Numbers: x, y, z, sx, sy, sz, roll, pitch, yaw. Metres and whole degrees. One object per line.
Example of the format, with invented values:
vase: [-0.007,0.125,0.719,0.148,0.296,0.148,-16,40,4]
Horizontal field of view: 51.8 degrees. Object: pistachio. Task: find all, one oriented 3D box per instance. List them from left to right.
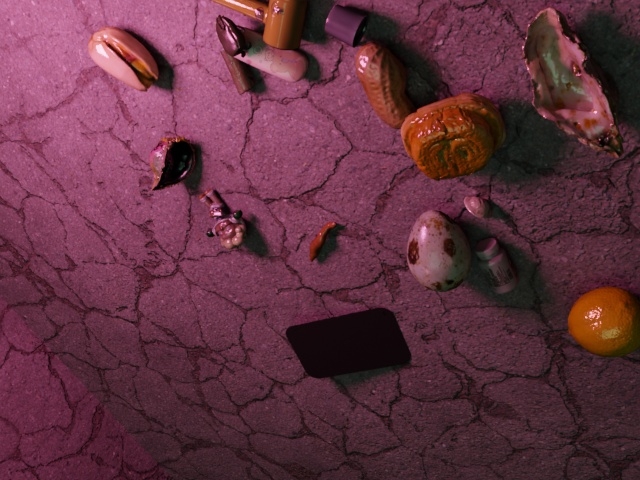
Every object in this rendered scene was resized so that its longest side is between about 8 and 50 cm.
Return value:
pistachio: [-0.523,-0.487,1.763,0.200,0.117,0.145,34,170,-13]

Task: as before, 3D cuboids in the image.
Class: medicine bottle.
medicine bottle: [0.466,0.066,1.752,0.079,0.079,0.140,-17,116,34]

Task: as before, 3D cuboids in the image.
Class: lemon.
lemon: [0.730,0.210,1.679,0.203,0.178,0.178,-26,112,35]

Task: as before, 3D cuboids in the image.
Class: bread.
bread: [0.308,-0.242,1.539,0.236,0.120,0.198,-17,138,24]

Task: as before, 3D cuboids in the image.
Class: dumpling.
dumpling: [0.403,-0.080,1.682,0.077,0.059,0.043,49,140,-12]

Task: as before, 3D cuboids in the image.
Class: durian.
durian: [-0.437,-0.247,1.934,0.108,0.119,0.186,50,128,35]

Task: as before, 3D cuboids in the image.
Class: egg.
egg: [0.310,0.027,1.735,0.169,0.169,0.231,-2,118,26]

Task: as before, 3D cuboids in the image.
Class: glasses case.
glasses case: [-0.129,-0.458,1.626,0.204,0.051,0.081,23,111,-1]

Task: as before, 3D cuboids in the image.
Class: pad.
pad: [0.105,0.352,2.179,0.375,0.063,0.315,-13,119,20]

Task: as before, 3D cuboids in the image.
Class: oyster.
oyster: [0.541,-0.326,1.398,0.341,0.110,0.166,42,126,-6]

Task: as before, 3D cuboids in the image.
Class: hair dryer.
hair dryer: [-0.164,-0.564,1.560,0.279,0.090,0.135,25,132,13]

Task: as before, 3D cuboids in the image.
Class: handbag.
handbag: [-0.215,-0.495,1.578,0.072,0.047,0.111,-37,84,46]

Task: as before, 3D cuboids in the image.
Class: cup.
cup: [0.059,-0.490,1.521,0.077,0.078,0.100,27,163,10]

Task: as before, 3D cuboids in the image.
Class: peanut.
peanut: [0.157,-0.361,1.553,0.108,0.095,0.226,-16,120,21]

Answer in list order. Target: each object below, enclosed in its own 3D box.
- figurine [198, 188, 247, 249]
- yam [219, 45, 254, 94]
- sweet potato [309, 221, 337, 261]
figurine: [-0.296,-0.061,1.996,0.147,0.093,0.197,-32,107,28]
yam: [-0.212,-0.443,1.689,0.054,0.054,0.132,-8,121,29]
sweet potato: [-0.002,0.003,1.944,0.044,0.044,0.179,30,132,1]
